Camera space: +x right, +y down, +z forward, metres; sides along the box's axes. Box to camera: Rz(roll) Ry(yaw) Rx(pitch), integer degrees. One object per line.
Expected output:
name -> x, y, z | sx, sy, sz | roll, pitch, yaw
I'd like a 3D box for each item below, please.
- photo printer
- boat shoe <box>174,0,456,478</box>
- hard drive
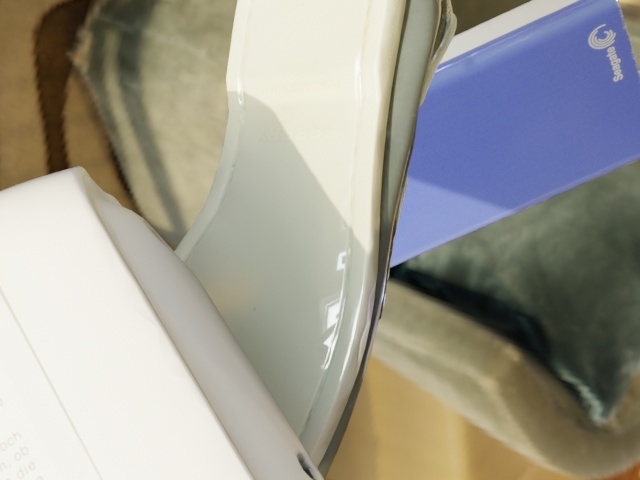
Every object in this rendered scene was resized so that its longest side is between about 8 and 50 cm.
photo printer -> -0.115, 0.138, 0.539 | 0.256, 0.307, 0.107 | -37, 151, 2
boat shoe -> 0.000, 0.000, 0.701 | 0.099, 0.116, 0.319 | 26, 73, -55
hard drive -> 0.120, -0.085, 1.292 | 0.319, 0.040, 0.210 | -24, 140, 7
